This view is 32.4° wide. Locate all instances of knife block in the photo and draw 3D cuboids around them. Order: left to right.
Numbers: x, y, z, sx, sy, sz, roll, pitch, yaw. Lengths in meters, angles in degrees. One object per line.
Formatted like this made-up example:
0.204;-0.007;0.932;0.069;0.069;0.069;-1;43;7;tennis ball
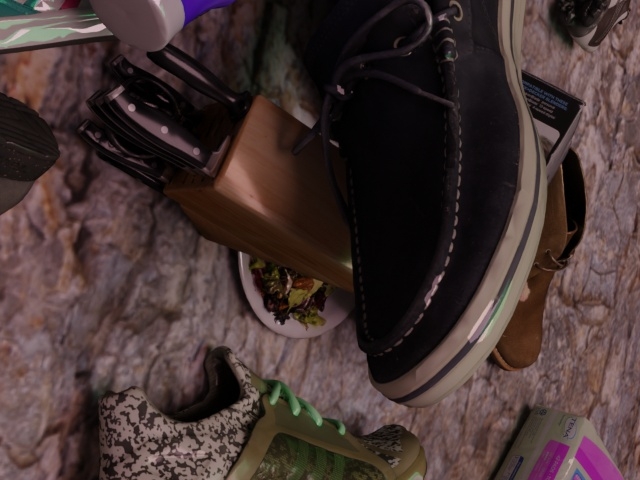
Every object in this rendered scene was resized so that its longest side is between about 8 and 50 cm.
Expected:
-0.049;-0.057;0.888;0.242;0.276;0.088;65;47;-69;knife block

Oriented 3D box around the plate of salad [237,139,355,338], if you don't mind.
0.000;0.000;1.080;0.200;0.048;0.199;-11;106;-45;plate of salad

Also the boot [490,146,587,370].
0.248;0.022;1.295;0.112;0.115;0.305;-26;118;-46;boot

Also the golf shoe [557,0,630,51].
0.362;-0.328;1.390;0.198;0.077;0.094;-56;143;-15;golf shoe

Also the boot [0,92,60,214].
-0.302;-0.045;0.699;0.246;0.083;0.161;27;114;-42;boot

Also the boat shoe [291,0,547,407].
0.064;-0.112;0.834;0.156;0.187;0.500;21;56;-23;boat shoe

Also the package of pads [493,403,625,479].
0.316;0.392;1.441;0.229;0.101;0.296;-57;131;-23;package of pads

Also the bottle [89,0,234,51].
-0.056;-0.248;0.789;0.283;0.092;0.118;-54;156;-30;bottle

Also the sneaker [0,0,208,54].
-0.194;-0.238;0.781;0.295;0.124;0.178;-20;124;-41;sneaker

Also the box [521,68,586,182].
0.155;-0.015;1.125;0.290;0.087;0.169;-58;168;-8;box

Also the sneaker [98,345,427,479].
-0.044;0.182;1.014;0.410;0.158;0.182;-1;80;-51;sneaker
